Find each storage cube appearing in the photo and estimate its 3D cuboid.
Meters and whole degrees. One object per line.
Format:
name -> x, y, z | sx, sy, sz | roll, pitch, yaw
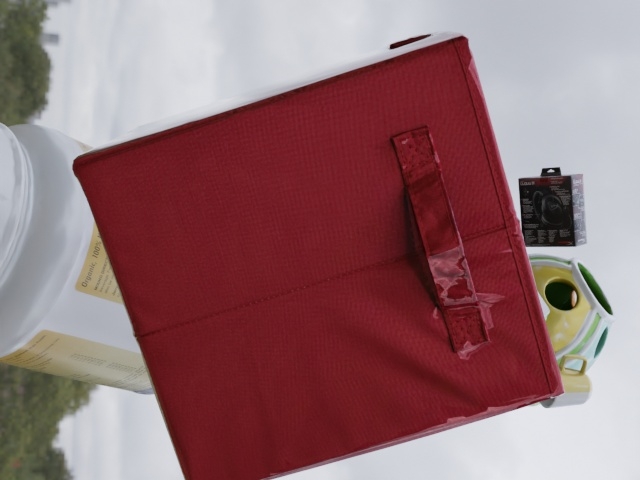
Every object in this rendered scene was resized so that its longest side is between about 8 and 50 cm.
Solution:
storage cube -> 0.000, 0.000, 0.532 | 0.215, 0.193, 0.183 | -90, 162, -77

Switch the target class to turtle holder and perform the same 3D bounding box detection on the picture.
turtle holder -> 0.323, 0.117, 1.508 | 0.227, 0.320, 0.243 | -32, -136, 21

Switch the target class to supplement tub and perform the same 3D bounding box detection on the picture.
supplement tub -> -0.250, 0.020, 0.954 | 0.228, 0.316, 0.228 | -16, -116, 34

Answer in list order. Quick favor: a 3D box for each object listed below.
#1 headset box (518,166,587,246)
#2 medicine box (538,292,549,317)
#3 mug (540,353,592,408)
headset box -> 0.245, -0.035, 1.008 | 0.062, 0.032, 0.083 | -2, -85, 39
medicine box -> 0.098, 0.133, 1.240 | 0.149, 0.289, 0.263 | 58, -37, 4
mug -> 0.349, 0.203, 1.339 | 0.078, 0.064, 0.062 | 117, -25, -55
